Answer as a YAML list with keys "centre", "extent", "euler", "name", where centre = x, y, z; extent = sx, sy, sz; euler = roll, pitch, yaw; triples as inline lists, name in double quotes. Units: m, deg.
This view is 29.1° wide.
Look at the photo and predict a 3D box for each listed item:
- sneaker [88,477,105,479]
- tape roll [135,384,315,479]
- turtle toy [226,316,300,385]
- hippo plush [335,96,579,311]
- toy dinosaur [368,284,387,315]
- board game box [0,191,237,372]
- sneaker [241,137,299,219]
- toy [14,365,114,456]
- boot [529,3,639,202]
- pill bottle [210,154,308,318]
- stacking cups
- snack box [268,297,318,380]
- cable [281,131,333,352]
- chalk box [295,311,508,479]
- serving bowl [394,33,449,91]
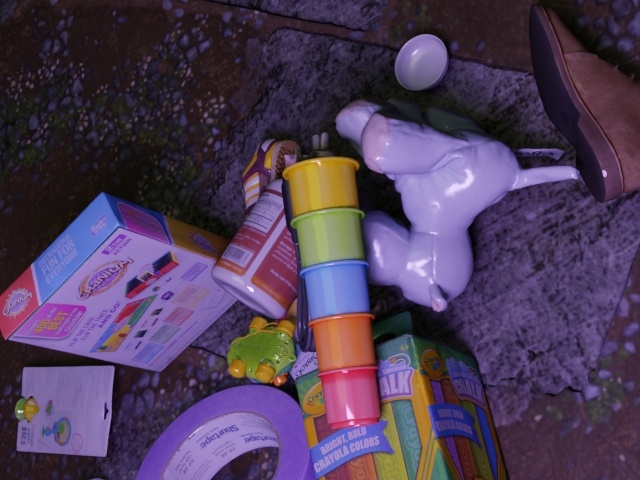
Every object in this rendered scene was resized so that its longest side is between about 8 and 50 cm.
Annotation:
- centre: [-0.353, 0.479, 1.854]
  extent: [0.121, 0.079, 0.216]
  euler: [-33, 52, 27]
  name: "sneaker"
- centre: [-0.115, 0.329, 1.645]
  extent: [0.275, 0.090, 0.274]
  euler: [-20, 40, 18]
  name: "tape roll"
- centre: [-0.082, 0.160, 1.707]
  extent: [0.130, 0.066, 0.095]
  euler: [3, 56, 39]
  name: "turtle toy"
- centre: [0.142, -0.043, 1.606]
  extent: [0.294, 0.234, 0.236]
  euler: [14, 106, -4]
  name: "hippo plush"
- centre: [0.046, 0.100, 1.616]
  extent: [0.053, 0.183, 0.092]
  euler: [37, 57, 2]
  name: "toy dinosaur"
- centre: [-0.265, 0.070, 1.754]
  extent: [0.242, 0.316, 0.064]
  euler: [-43, 57, 17]
  name: "board game box"
- centre: [-0.084, -0.060, 1.827]
  extent: [0.084, 0.070, 0.185]
  euler: [8, 79, 50]
  name: "sneaker"
- centre: [-0.391, 0.269, 1.949]
  extent: [0.237, 0.056, 0.136]
  euler: [-5, 77, 39]
  name: "toy"
- centre: [0.349, -0.186, 1.553]
  extent: [0.115, 0.112, 0.305]
  euler: [-18, 58, -3]
  name: "boot"
- centre: [-0.048, -0.008, 1.730]
  extent: [0.121, 0.121, 0.216]
  euler: [24, 75, 37]
  name: "pill bottle"
- centre: [0.014, 0.063, 1.460]
  extent: [0.096, 0.096, 0.316]
  euler: [-13, 75, 32]
  name: "stacking cups"
- centre: [-0.006, 0.147, 1.722]
  extent: [0.100, 0.037, 0.141]
  euler: [-48, 55, 17]
  name: "snack box"
- centre: [0.000, 0.000, 1.606]
  extent: [0.139, 0.072, 0.287]
  euler: [160, 103, -69]
  name: "cable"
- centre: [0.098, 0.229, 1.536]
  extent: [0.180, 0.179, 0.288]
  euler: [-26, 63, 26]
  name: "chalk box"
- centre: [0.147, -0.247, 1.735]
  extent: [0.083, 0.027, 0.083]
  euler: [-10, 71, 33]
  name: "serving bowl"
